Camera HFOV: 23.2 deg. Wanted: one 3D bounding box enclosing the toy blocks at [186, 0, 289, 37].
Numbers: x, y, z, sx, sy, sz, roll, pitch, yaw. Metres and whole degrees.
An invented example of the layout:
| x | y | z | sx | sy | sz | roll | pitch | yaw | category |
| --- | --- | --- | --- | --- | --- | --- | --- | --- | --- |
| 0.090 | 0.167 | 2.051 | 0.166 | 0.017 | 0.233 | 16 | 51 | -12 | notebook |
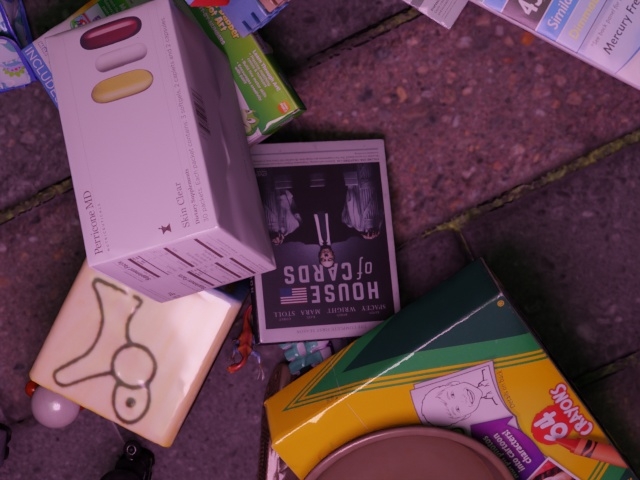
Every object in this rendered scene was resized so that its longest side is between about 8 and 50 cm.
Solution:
| x | y | z | sx | sy | sz | roll | pitch | yaw | category |
| --- | --- | --- | --- | --- | --- | --- | --- | --- | --- |
| -0.098 | -0.352 | 1.720 | 0.261 | 0.381 | 0.191 | 53 | 132 | -1 | toy blocks |

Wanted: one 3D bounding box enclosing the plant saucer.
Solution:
| x | y | z | sx | sy | sz | roll | pitch | yaw | category |
| --- | --- | --- | --- | --- | --- | --- | --- | --- | --- |
| 0.093 | 0.321 | 1.787 | 0.278 | 0.041 | 0.277 | -3 | 117 | -7 | plant saucer |

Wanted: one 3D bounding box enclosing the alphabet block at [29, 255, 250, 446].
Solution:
| x | y | z | sx | sy | sz | roll | pitch | yaw | category |
| --- | --- | --- | --- | --- | --- | --- | --- | --- | --- |
| -0.207 | 0.101 | 1.864 | 0.192 | 0.193 | 0.197 | 28 | 99 | 1 | alphabet block |

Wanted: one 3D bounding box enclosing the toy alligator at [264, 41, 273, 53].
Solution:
| x | y | z | sx | sy | sz | roll | pitch | yaw | category |
| --- | --- | --- | --- | --- | --- | --- | --- | --- | --- |
| -0.152 | -0.245 | 1.880 | 0.190 | 0.051 | 0.056 | 12 | 99 | 2 | toy alligator |

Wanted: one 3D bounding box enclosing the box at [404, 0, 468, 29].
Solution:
| x | y | z | sx | sy | sz | roll | pitch | yaw | category |
| --- | --- | --- | --- | --- | --- | --- | --- | --- | --- |
| 0.115 | -0.360 | 1.853 | 0.186 | 0.038 | 0.145 | 33 | 99 | 0 | box |

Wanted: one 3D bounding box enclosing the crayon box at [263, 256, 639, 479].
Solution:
| x | y | z | sx | sy | sz | roll | pitch | yaw | category |
| --- | --- | --- | --- | --- | --- | --- | --- | --- | --- |
| 0.163 | 0.250 | 1.843 | 0.313 | 0.106 | 0.363 | -35 | 116 | 7 | crayon box |

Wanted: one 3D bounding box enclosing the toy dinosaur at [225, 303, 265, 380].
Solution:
| x | y | z | sx | sy | sz | roll | pitch | yaw | category |
| --- | --- | --- | --- | --- | --- | --- | --- | --- | --- |
| -0.098 | 0.130 | 1.915 | 0.047 | 0.082 | 0.090 | -9 | 97 | 5 | toy dinosaur |

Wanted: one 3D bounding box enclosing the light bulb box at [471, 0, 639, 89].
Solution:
| x | y | z | sx | sy | sz | roll | pitch | yaw | category |
| --- | --- | --- | --- | --- | --- | --- | --- | --- | --- |
| 0.328 | -0.378 | 1.693 | 0.361 | 0.225 | 0.358 | 27 | 103 | 0 | light bulb box |

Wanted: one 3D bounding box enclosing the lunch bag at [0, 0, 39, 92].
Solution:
| x | y | z | sx | sy | sz | roll | pitch | yaw | category |
| --- | --- | --- | --- | --- | --- | --- | --- | --- | --- |
| -0.420 | -0.245 | 1.880 | 0.129 | 0.096 | 0.151 | -14 | 106 | 11 | lunch bag |

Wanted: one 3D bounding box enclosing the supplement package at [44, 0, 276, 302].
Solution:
| x | y | z | sx | sy | sz | roll | pitch | yaw | category |
| --- | --- | --- | --- | --- | --- | --- | --- | --- | --- |
| -0.169 | -0.091 | 1.669 | 0.145 | 0.204 | 0.261 | -18 | 73 | 12 | supplement package |

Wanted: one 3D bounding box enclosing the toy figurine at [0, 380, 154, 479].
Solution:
| x | y | z | sx | sy | sz | roll | pitch | yaw | category |
| --- | --- | --- | --- | --- | --- | --- | --- | --- | --- |
| -0.327 | 0.280 | 1.920 | 0.209 | 0.148 | 0.213 | -34 | 95 | 8 | toy figurine |

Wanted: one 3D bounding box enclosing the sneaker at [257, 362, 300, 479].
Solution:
| x | y | z | sx | sy | sz | roll | pitch | yaw | category |
| --- | --- | --- | --- | --- | --- | --- | --- | --- | --- |
| -0.035 | 0.244 | 1.947 | 0.071 | 0.066 | 0.188 | 4 | 102 | -16 | sneaker |

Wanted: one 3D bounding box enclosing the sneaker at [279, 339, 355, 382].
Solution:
| x | y | z | sx | sy | sz | roll | pitch | yaw | category |
| --- | --- | --- | --- | --- | --- | --- | --- | --- | --- |
| -0.002 | 0.112 | 1.923 | 0.083 | 0.098 | 0.223 | -21 | 75 | 37 | sneaker |

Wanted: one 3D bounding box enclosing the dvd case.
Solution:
| x | y | z | sx | sy | sz | roll | pitch | yaw | category |
| --- | --- | --- | --- | --- | --- | --- | --- | --- | --- |
| 0.000 | 0.000 | 1.860 | 0.179 | 0.029 | 0.238 | -3 | 82 | -16 | dvd case |

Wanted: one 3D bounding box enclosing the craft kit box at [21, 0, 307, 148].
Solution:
| x | y | z | sx | sy | sz | roll | pitch | yaw | category |
| --- | --- | --- | --- | --- | --- | --- | --- | --- | --- |
| -0.184 | -0.189 | 1.829 | 0.247 | 0.061 | 0.250 | -33 | 86 | 14 | craft kit box |
